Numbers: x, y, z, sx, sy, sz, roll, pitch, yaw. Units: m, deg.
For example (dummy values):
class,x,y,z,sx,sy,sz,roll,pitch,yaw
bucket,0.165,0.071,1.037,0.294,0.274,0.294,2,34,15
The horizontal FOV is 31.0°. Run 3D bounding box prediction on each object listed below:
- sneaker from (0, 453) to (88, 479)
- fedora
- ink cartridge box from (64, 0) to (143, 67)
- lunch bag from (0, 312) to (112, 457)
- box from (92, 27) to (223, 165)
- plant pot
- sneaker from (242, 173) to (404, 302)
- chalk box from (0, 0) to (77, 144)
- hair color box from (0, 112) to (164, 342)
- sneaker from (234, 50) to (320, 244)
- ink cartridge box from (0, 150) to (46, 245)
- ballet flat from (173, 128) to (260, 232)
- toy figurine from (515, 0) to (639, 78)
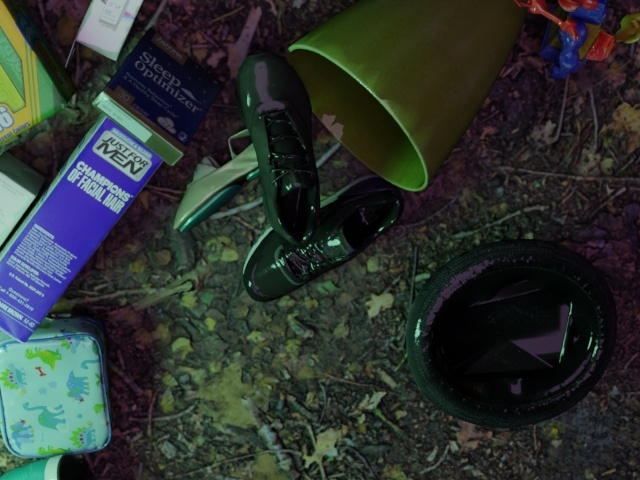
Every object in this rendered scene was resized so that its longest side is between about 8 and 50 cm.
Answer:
class,x,y,z,sx,sy,sz,roll,pitch,yaw
sneaker,-0.440,0.466,1.818,0.178,0.124,0.295,-8,121,10
fedora,0.284,0.130,1.803,0.334,0.152,0.334,-3,104,-10
ink cartridge box,-0.293,-0.327,1.638,0.067,0.115,0.198,26,101,-13
lunch bag,-0.411,0.221,1.762,0.176,0.090,0.219,-6,115,-8
box,-0.219,-0.216,1.626,0.136,0.225,0.036,38,127,-14
plant pot,0.148,-0.270,1.653,0.293,0.275,0.275,-45,105,-12
sneaker,0.000,0.000,1.750,0.283,0.124,0.107,-37,105,3
chalk box,-0.493,-0.276,1.593,0.180,0.179,0.289,-31,106,1
hair color box,-0.361,-0.033,1.667,0.110,0.185,0.339,35,98,-14
sneaker,-0.047,-0.127,1.631,0.109,0.130,0.286,-16,109,-3
ink cartridge box,-0.503,-0.009,1.682,0.078,0.134,0.231,35,98,-14
ballet flat,-0.133,-0.109,1.739,0.248,0.086,0.086,-34,105,1
toy figurine,0.364,-0.367,1.704,0.191,0.217,0.362,18,58,-2
